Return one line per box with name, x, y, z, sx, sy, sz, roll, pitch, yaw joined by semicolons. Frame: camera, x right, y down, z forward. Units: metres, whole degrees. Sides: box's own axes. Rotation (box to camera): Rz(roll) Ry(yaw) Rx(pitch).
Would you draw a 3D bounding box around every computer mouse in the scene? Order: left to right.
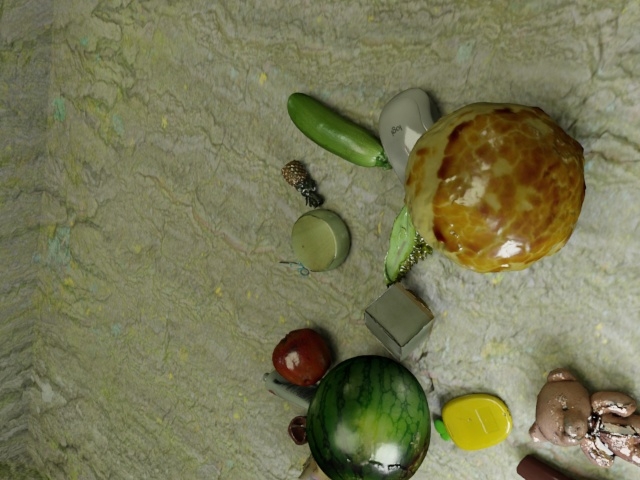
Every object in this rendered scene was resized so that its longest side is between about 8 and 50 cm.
computer mouse;0.247;-0.240;1.571;0.184;0.121;0.296;-25;82;39

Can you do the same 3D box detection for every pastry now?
pastry;0.373;-0.112;1.324;0.389;0.312;0.388;0;92;5

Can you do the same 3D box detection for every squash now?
squash;0.042;-0.299;1.737;0.395;0.107;0.107;36;120;27

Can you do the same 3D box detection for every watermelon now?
watermelon;0.127;0.485;1.677;0.363;0.363;0.363;10;106;38

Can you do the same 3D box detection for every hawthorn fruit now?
hawthorn fruit;-0.045;0.372;1.922;0.200;0.179;0.179;47;128;-3

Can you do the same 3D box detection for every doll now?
doll;0.621;0.425;1.381;0.303;0.156;0.201;19;110;31

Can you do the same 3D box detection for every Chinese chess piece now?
Chinese chess piece;0.000;0.000;1.856;0.189;0.083;0.188;12;110;36

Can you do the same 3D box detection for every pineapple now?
pineapple;-0.052;-0.165;1.873;0.159;0.074;0.074;53;128;8

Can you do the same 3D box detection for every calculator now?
calculator;0.400;0.484;1.653;0.235;0.032;0.146;-32;78;38

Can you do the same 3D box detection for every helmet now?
helmet;-0.052;0.614;2.043;0.089;0.057;0.111;51;122;16

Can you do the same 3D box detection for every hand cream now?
hand cream;-0.064;0.491;1.998;0.341;0.124;0.077;14;111;42

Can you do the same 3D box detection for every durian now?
durian;0.249;-0.022;1.615;0.132;0.107;0.375;41;131;32

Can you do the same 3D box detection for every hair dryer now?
hair dryer;0.615;0.715;1.500;0.313;0.123;0.340;22;124;47

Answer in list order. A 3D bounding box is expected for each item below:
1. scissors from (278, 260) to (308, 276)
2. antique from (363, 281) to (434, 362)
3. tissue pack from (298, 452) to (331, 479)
scissors;-0.086;0.080;1.985;0.119;0.014;0.058;8;104;35
antique;0.213;0.213;1.658;0.146;0.148;0.152;46;166;23
tissue pack;0.063;0.685;1.891;0.215;0.123;0.256;30;125;10
